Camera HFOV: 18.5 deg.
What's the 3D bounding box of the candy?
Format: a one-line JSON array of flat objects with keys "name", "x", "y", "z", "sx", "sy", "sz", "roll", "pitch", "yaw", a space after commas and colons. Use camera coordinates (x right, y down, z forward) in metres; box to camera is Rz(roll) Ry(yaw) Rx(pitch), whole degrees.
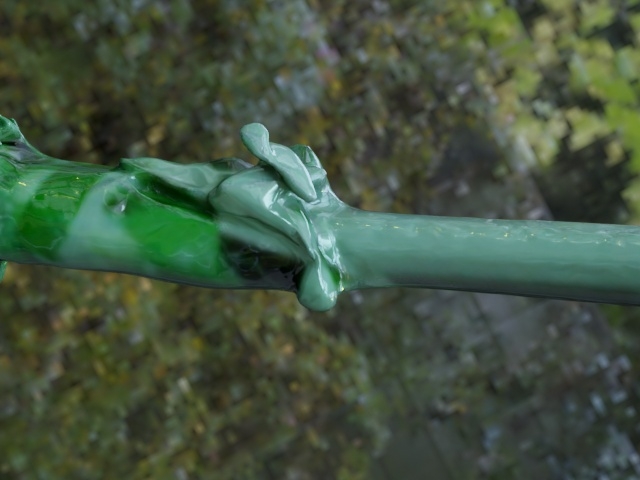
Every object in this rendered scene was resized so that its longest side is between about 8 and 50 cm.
[{"name": "candy", "x": 0.000, "y": -0.003, "z": 0.366, "sx": 0.097, "sy": 0.323, "sz": 0.097, "roll": 4, "pitch": 90, "yaw": -78}]
